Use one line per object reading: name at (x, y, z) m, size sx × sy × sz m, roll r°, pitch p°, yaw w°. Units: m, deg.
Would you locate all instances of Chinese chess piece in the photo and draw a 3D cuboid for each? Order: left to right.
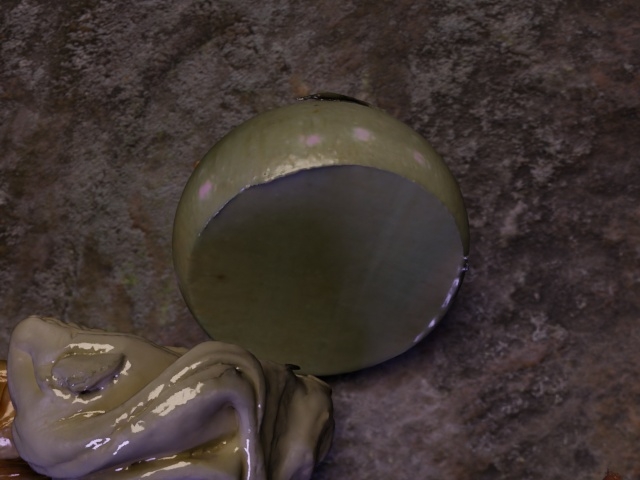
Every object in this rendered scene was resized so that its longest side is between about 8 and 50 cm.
Chinese chess piece at (0.000, 0.000, 1.451) m, size 0.349 × 0.349 × 0.146 m, roll -13°, pitch 40°, yaw 3°

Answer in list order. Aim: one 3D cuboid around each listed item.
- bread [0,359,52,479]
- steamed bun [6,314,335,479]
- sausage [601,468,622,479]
bread at (-0.461, 0.226, 1.506) m, size 0.294 × 0.167 × 0.132 m, roll -7°, pitch 57°, yaw 7°
steamed bun at (-0.165, 0.233, 1.360) m, size 0.394 × 0.346 × 0.238 m, roll 15°, pitch 78°, yaw -19°
sausage at (0.281, 0.315, 1.381) m, size 0.158 × 0.036 × 0.042 m, roll -37°, pitch 70°, yaw -13°
